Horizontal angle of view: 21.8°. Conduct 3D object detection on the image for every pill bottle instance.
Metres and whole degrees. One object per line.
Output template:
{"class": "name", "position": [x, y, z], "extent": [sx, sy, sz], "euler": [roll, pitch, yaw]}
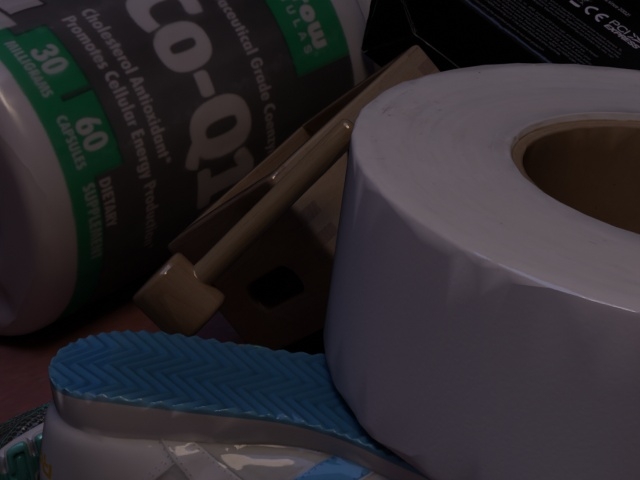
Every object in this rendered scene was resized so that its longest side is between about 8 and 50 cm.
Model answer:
{"class": "pill bottle", "position": [-0.096, -0.100, 1.074], "extent": [0.204, 0.204, 0.361], "euler": [12, 32, 45]}

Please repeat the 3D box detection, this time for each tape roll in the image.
{"class": "tape roll", "position": [0.146, 0.018, 0.697], "extent": [0.286, 0.100, 0.286], "euler": [6, 23, -3]}

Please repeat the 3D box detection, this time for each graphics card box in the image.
{"class": "graphics card box", "position": [0.238, -0.150, 1.064], "extent": [0.371, 0.094, 0.233], "euler": [-27, 56, -35]}

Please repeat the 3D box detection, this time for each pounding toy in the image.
{"class": "pounding toy", "position": [0.001, 0.001, 0.844], "extent": [0.206, 0.094, 0.181], "euler": [-44, 8, -33]}

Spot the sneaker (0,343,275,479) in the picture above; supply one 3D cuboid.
{"class": "sneaker", "position": [-0.094, 0.086, 0.810], "extent": [0.166, 0.065, 0.076], "euler": [-17, 18, -19]}

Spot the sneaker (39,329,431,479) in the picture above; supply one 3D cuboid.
{"class": "sneaker", "position": [-0.003, 0.104, 0.692], "extent": [0.228, 0.092, 0.087], "euler": [11, 22, 4]}
